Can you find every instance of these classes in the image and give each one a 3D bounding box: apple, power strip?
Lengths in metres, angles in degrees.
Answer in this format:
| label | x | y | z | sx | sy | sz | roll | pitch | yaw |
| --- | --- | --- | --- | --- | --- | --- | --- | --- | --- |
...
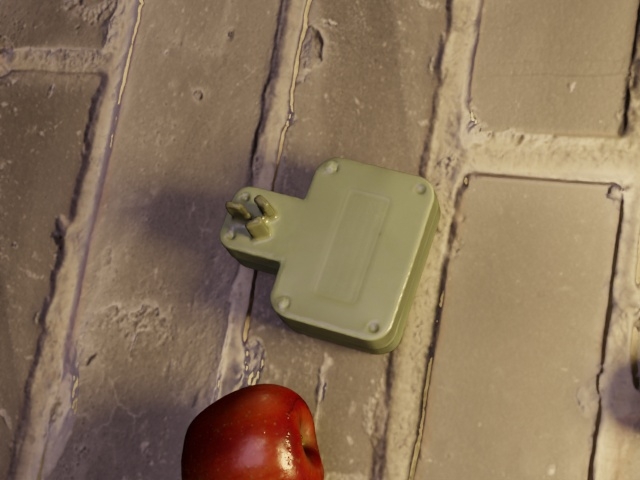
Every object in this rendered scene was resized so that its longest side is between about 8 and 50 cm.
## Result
| label | x | y | z | sx | sy | sz | roll | pitch | yaw |
| --- | --- | --- | --- | --- | --- | --- | --- | --- | --- |
| apple | -0.084 | 0.268 | 1.816 | 0.168 | 0.181 | 0.181 | -9 | 69 | 14 |
| power strip | 0.000 | 0.000 | 1.908 | 0.261 | 0.141 | 0.229 | 15 | 75 | 17 |
